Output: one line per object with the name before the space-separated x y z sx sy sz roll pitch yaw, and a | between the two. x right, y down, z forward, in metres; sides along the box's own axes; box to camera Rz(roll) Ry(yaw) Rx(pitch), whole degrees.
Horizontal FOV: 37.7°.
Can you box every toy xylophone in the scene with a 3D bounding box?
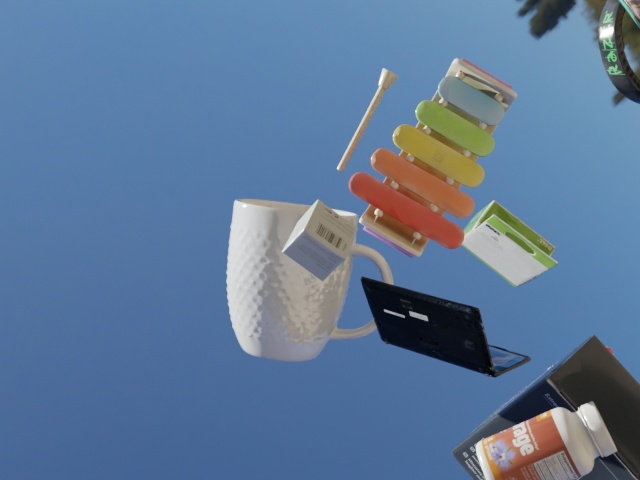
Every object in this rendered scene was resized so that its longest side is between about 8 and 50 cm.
toy xylophone | 0.161 -0.142 1.514 0.236 0.323 0.081 23 -176 5

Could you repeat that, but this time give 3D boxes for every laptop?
laptop | 0.228 0.142 1.670 0.137 0.234 0.264 -51 -42 -32

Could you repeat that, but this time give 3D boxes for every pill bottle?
pill bottle | 0.386 0.360 1.605 0.121 0.216 0.121 59 -168 -20

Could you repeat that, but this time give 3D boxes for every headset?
headset | 0.695 -0.392 1.859 0.394 0.185 0.244 -8 -88 -26

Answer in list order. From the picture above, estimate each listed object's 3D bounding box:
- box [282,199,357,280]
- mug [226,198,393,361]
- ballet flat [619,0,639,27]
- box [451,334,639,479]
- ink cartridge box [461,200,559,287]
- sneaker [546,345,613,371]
box | 0.000 0.000 1.803 0.101 0.087 0.102 36 -139 -10
mug | -0.025 0.095 2.058 0.373 0.328 0.276 8 -175 9
ballet flat | 0.495 -0.443 1.552 0.077 0.079 0.222 21 -150 -56
box | 0.532 0.449 2.050 0.212 0.395 0.293 -30 -106 -40
ink cartridge box | 0.450 -0.004 2.167 0.188 0.255 0.097 38 -107 0
sneaker | 0.609 0.308 2.228 0.081 0.208 0.094 54 168 13
